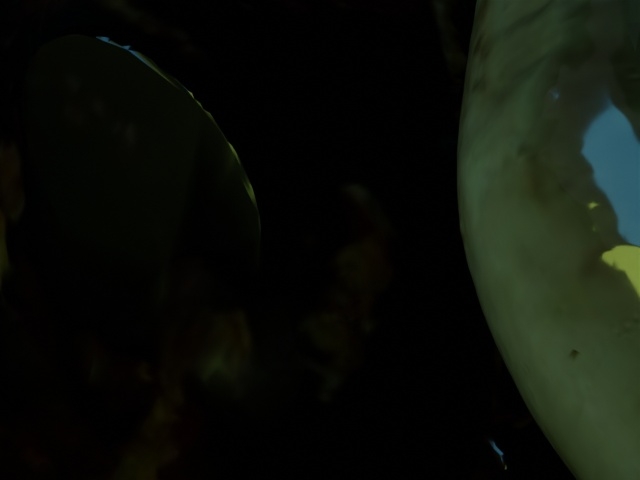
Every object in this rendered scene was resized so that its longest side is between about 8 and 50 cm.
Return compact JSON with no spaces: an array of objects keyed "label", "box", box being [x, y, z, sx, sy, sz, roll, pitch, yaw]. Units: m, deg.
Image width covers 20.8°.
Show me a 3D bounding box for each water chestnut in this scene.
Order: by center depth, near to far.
[{"label":"water chestnut","box":[0.000,0.000,0.753,0.335,0.347,0.335,16,112,46]}]

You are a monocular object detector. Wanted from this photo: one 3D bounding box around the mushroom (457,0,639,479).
[{"label":"mushroom","box":[0.219,-0.042,0.513,0.362,0.294,0.362,-2,57,4]}]
